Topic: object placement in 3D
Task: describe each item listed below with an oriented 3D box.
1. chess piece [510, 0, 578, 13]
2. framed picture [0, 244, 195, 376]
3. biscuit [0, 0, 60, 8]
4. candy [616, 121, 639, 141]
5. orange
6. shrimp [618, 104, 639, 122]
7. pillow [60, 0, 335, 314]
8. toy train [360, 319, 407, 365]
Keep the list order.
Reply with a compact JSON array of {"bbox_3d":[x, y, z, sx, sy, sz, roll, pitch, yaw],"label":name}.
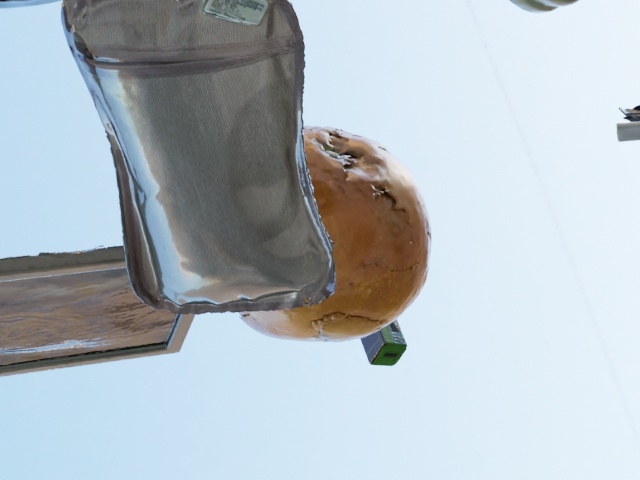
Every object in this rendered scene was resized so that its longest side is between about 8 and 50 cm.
[{"bbox_3d":[0.303,-0.371,1.345,0.194,0.299,0.195,24,-125,-40],"label":"chess piece"},{"bbox_3d":[-0.201,0.053,0.911,0.249,0.016,0.184,-6,-25,-21],"label":"framed picture"},{"bbox_3d":[-0.210,-0.326,0.784,0.407,0.091,0.407,0,-57,0],"label":"biscuit"},{"bbox_3d":[0.411,-0.097,1.015,0.124,0.365,0.124,-3,-90,-76],"label":"candy"},{"bbox_3d":[0.000,0.000,1.462,0.246,0.246,0.246,-20,-60,-40],"label":"orange"},{"bbox_3d":[0.452,-0.137,1.316,0.075,0.289,0.178,25,-97,-68],"label":"shrimp"},{"bbox_3d":[-0.062,-0.045,0.745,0.038,0.130,0.233,-81,-15,-50],"label":"pillow"},{"bbox_3d":[0.059,0.065,1.692,0.042,0.209,0.044,8,-47,-28],"label":"toy train"}]
